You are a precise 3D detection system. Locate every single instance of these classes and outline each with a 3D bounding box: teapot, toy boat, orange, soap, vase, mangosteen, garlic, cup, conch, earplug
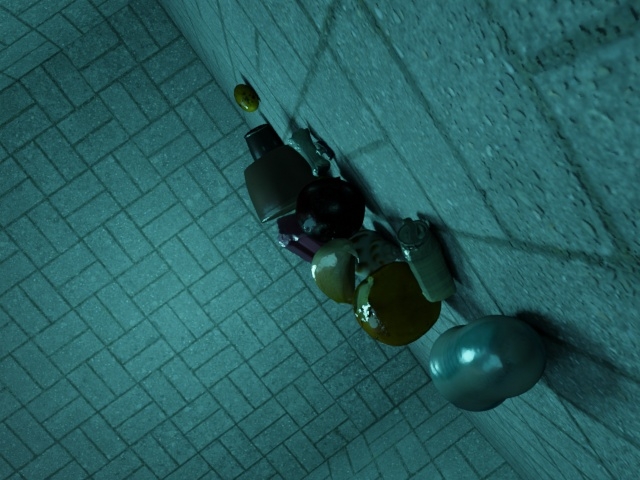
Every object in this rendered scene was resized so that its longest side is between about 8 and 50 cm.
[{"bbox_3d":[0.226,0.034,0.912,0.200,0.077,0.107,56,-164,-40],"label":"teapot"},{"bbox_3d":[0.007,-0.265,1.242,0.083,0.038,0.038,51,177,26],"label":"toy boat"},{"bbox_3d":[0.211,0.171,1.161,0.240,0.240,0.240,53,177,3],"label":"orange"},{"bbox_3d":[0.000,0.000,1.787,0.359,0.233,0.128,38,-136,-54],"label":"soap"},{"bbox_3d":[-0.029,-0.266,1.293,0.148,0.081,0.081,55,178,20],"label":"vase"},{"bbox_3d":[0.025,-0.103,1.275,0.216,0.216,0.216,53,177,3],"label":"mangosteen"},{"bbox_3d":[0.056,0.077,1.225,0.164,0.146,0.244,50,156,32],"label":"garlic"},{"bbox_3d":[-0.285,-0.504,2.172,0.176,0.169,0.223,58,-153,-13],"label":"cup"},{"bbox_3d":[0.159,0.040,1.374,0.275,0.183,0.148,31,119,53],"label":"conch"},{"bbox_3d":[0.321,0.222,0.781,0.185,0.185,0.324,53,171,19],"label":"earplug"}]

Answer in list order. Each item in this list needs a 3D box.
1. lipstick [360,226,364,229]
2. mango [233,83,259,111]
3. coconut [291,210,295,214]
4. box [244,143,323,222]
[{"bbox_3d":[0.180,0.025,1.628,0.317,0.068,0.066,53,178,11],"label":"lipstick"},{"bbox_3d":[-0.332,-0.637,1.868,0.115,0.090,0.178,46,-168,-47],"label":"mango"},{"bbox_3d":[-0.050,-0.098,2.366,0.245,0.245,0.247,53,178,6],"label":"coconut"},{"bbox_3d":[-0.137,-0.224,1.608,0.216,0.301,0.301,64,177,-3],"label":"box"}]
